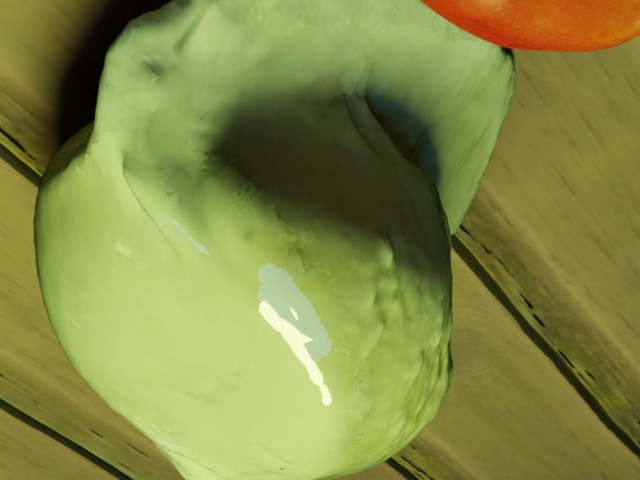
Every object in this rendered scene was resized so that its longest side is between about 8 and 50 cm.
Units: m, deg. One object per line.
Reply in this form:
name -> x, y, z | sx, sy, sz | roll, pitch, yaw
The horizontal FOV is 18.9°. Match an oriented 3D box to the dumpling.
dumpling -> -0.012, 0.025, 1.008 | 0.270, 0.212, 0.320 | -3, 161, -18

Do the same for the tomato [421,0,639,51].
tomato -> 0.110, -0.166, 0.780 | 0.195, 0.136, 0.195 | -10, 150, -6
